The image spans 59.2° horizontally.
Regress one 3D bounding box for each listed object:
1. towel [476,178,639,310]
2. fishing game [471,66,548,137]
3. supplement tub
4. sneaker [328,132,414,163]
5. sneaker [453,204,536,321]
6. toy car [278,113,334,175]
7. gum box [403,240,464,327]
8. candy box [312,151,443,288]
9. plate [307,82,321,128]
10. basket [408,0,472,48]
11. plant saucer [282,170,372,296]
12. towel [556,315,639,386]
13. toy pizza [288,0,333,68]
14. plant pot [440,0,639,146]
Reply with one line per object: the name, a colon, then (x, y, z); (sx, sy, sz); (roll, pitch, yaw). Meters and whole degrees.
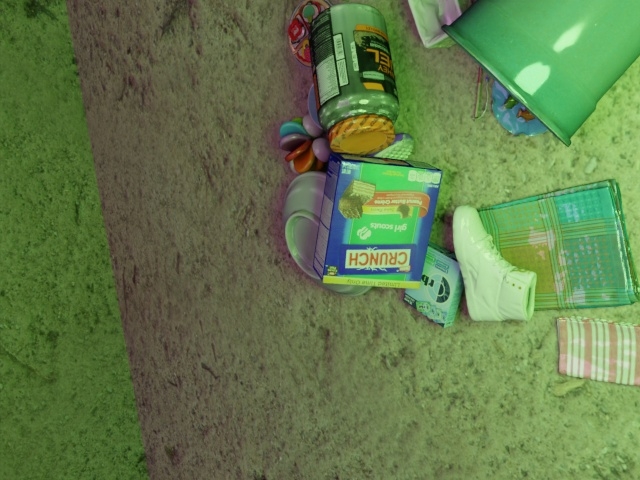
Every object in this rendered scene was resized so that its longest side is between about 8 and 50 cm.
towel: (0.511, 0.030, 1.299); (0.370, 0.040, 0.272); (-12, 91, 43)
fishing game: (0.463, -0.325, 1.260); (0.264, 0.041, 0.189); (14, 106, 40)
supplement tub: (0.085, -0.400, 1.422); (0.207, 0.207, 0.338); (-21, 70, 43)
sneaker: (0.118, -0.248, 1.547); (0.293, 0.102, 0.146); (-28, 72, 43)
sneaker: (0.415, 0.051, 1.309); (0.169, 0.108, 0.293); (-4, 107, 43)
toy car: (-0.061, -0.282, 1.679); (0.159, 0.136, 0.182); (-28, 79, 43)
gum box: (0.303, 0.111, 1.489); (0.157, 0.041, 0.185); (32, 120, 46)
candy box: (0.139, -0.046, 1.434); (0.122, 0.268, 0.317); (-121, 37, -67)
plate: (0.049, -0.401, 1.607); (0.188, 0.024, 0.188); (0, 90, 30)
basket: (0.288, -0.548, 1.323); (0.113, 0.103, 0.167); (-21, 86, 43)
plant saucer: (0.000, 0.000, 1.651); (0.400, 0.100, 0.401); (30, 134, 36)
towel: (0.628, 0.247, 1.250); (0.197, 0.029, 0.144); (2, 102, 42)
toy pizza: (-0.028, -0.606, 1.646); (0.201, 0.032, 0.201); (11, 107, 40)
plant pot: (0.463, -0.411, 1.041); (0.334, 0.341, 0.341); (-47, 68, 23)
